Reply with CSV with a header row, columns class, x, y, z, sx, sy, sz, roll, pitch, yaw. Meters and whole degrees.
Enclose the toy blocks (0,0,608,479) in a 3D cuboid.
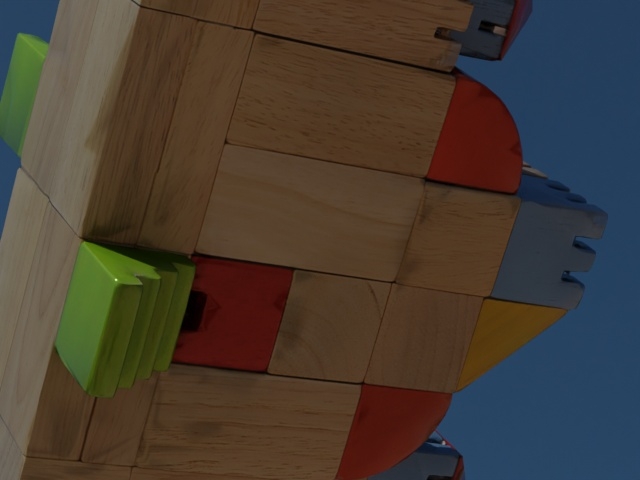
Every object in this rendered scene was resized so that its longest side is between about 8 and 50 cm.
class,x,y,z,sx,sy,sz,roll,pitch,yaw
toy blocks,0.000,0.000,0.821,0.260,0.191,0.381,8,-74,-27
